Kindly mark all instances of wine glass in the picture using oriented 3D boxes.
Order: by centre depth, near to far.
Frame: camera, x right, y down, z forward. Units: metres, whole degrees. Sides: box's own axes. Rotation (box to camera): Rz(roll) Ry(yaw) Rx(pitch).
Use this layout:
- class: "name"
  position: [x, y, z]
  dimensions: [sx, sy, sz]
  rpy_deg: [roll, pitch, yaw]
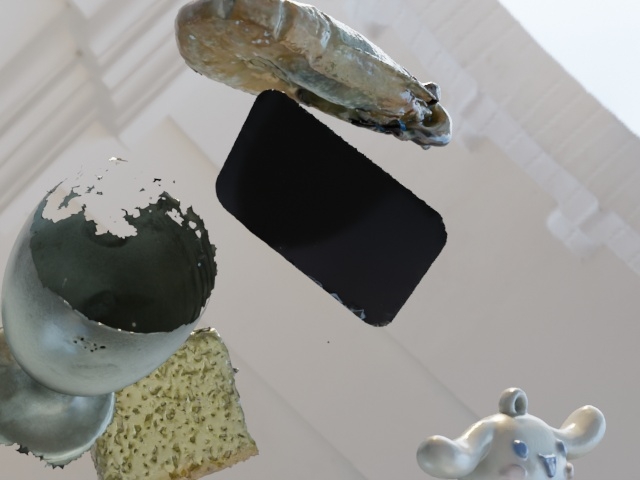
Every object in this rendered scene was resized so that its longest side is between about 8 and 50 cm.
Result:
- class: "wine glass"
  position: [-0.238, 0.085, 1.030]
  dimensions: [0.357, 0.190, 0.191]
  rpy_deg: [-52, -140, 46]

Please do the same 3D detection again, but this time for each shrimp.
- class: "shrimp"
  position: [0.001, -0.221, 1.427]
  dimensions: [0.221, 0.445, 0.110]
  rpy_deg: [-26, -129, 53]

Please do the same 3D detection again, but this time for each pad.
- class: "pad"
  position: [-0.015, 0.014, 1.140]
  dimensions: [0.250, 0.323, 0.055]
  rpy_deg: [39, -125, 11]

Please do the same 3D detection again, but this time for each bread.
- class: "bread"
  position: [-0.249, 0.259, 1.604]
  dimensions: [0.278, 0.315, 0.249]
  rpy_deg: [-18, -82, -4]

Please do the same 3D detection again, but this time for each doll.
- class: "doll"
  position: [0.218, 0.292, 1.138]
  dimensions: [0.159, 0.311, 0.243]
  rpy_deg: [-33, -101, 45]
